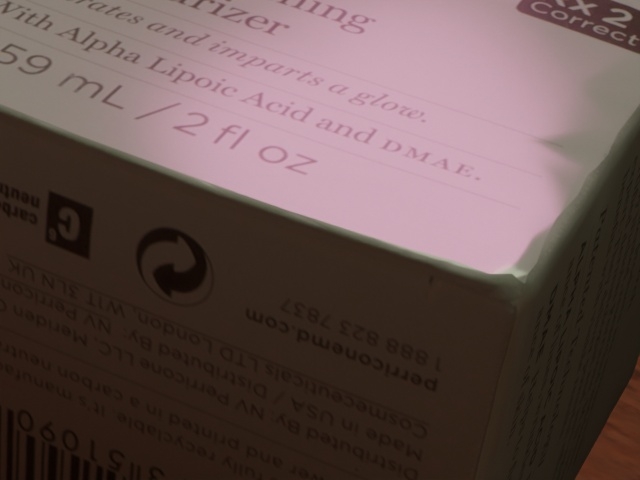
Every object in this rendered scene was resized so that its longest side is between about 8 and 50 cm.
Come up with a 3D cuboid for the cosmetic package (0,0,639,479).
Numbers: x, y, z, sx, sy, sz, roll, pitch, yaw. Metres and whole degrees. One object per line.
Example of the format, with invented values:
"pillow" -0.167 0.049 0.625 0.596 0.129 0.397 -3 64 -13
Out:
"cosmetic package" 0.000 0.000 0.445 0.151 0.151 0.184 20 38 16
